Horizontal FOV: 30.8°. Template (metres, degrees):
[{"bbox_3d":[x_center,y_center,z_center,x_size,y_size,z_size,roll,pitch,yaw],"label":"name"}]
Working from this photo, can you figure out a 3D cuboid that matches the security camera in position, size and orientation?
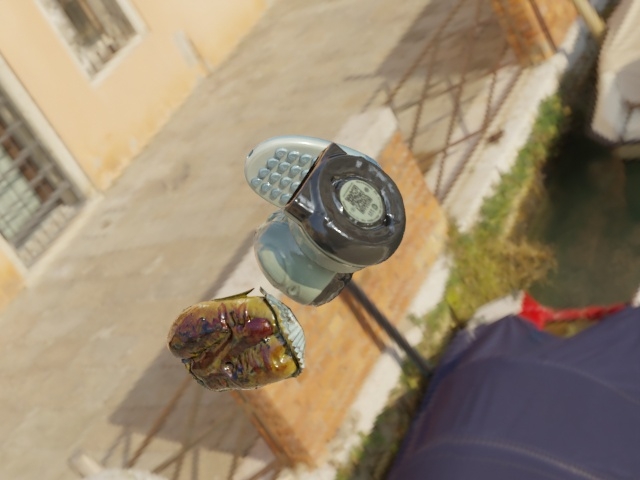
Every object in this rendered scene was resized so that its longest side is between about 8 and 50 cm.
[{"bbox_3d":[0.000,0.000,1.940,0.277,0.191,0.197,-43,13,48],"label":"security camera"}]

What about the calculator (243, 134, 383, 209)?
[{"bbox_3d":[0.005,-0.106,2.111,0.188,0.302,0.042,-47,36,40],"label":"calculator"}]

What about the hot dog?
[{"bbox_3d":[-0.135,0.167,1.851,0.270,0.163,0.082,-16,13,40],"label":"hot dog"}]
